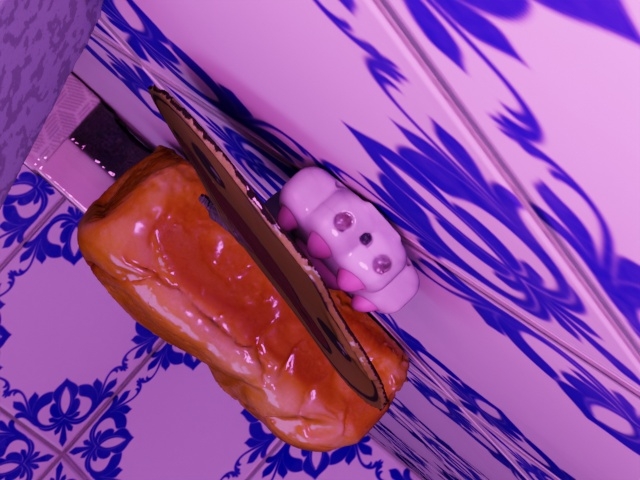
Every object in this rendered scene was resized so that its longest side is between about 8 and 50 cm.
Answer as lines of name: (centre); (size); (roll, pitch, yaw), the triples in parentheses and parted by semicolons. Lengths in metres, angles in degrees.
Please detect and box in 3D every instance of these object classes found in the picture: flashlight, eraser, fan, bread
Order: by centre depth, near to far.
flashlight: (0.000, 0.000, 0.939); (0.093, 0.047, 0.200); (48, 173, -10)
fan: (-0.040, 0.000, 0.970); (0.229, 0.011, 0.335); (56, 174, -13)
bread: (-0.067, 0.054, 1.368); (0.294, 0.132, 0.167); (45, 167, -15)
eraser: (-0.326, -0.175, 1.523); (0.404, 0.096, 0.098); (41, 173, -5)

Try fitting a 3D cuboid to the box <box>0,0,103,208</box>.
box: (-0.217, -0.097, 0.844); (0.130, 0.227, 0.162); (25, 171, 10)
